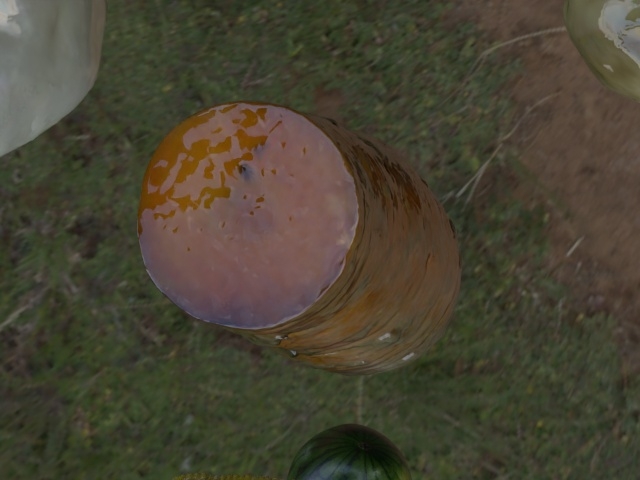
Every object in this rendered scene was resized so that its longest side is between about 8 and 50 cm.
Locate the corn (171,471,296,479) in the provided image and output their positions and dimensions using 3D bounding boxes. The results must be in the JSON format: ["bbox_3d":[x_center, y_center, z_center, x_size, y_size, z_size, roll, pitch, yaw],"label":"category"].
[{"bbox_3d":[-0.033,0.204,0.885,0.165,0.063,0.085,5,77,13],"label":"corn"}]

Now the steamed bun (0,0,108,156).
[{"bbox_3d":[-0.214,-0.152,0.503,0.268,0.280,0.207,-2,124,8],"label":"steamed bun"}]

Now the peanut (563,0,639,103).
[{"bbox_3d":[0.316,-0.178,1.003,0.192,0.387,0.170,-2,89,32],"label":"peanut"}]

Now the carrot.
[{"bbox_3d":[0.000,0.000,0.678,0.138,0.302,0.139,-1,81,8],"label":"carrot"}]

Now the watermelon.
[{"bbox_3d":[0.026,0.186,1.061,0.105,0.105,0.062,18,119,16],"label":"watermelon"}]
